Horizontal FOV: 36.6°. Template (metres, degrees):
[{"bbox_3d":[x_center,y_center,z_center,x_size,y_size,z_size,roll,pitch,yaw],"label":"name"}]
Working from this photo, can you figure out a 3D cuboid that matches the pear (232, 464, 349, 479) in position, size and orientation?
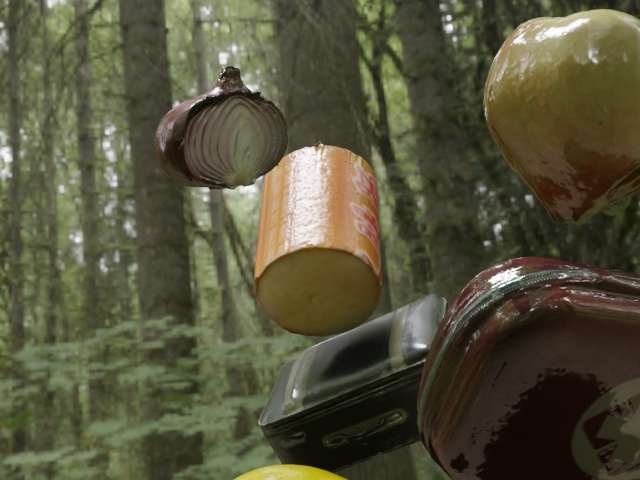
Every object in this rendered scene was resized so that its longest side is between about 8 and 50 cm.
[{"bbox_3d":[-0.032,0.520,1.478,0.363,0.362,0.418,-9,-10,13],"label":"pear"}]

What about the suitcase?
[{"bbox_3d":[0.099,0.267,1.759,0.434,0.194,0.283,-26,15,19],"label":"suitcase"}]

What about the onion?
[{"bbox_3d":[-0.136,-0.137,1.210,0.098,0.151,0.206,-3,4,37],"label":"onion"}]

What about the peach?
[{"bbox_3d":[0.272,-0.128,1.031,0.233,0.232,0.232,-5,-16,-1],"label":"peach"}]

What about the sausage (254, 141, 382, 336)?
[{"bbox_3d":[0.000,0.000,1.795,0.233,0.287,0.233,2,-45,2],"label":"sausage"}]

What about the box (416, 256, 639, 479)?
[{"bbox_3d":[0.295,0.151,0.958,0.404,0.108,0.263,9,-61,-15],"label":"box"}]

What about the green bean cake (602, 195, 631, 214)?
[{"bbox_3d":[0.489,-0.161,1.739,0.200,0.214,0.113,20,9,21],"label":"green bean cake"}]
